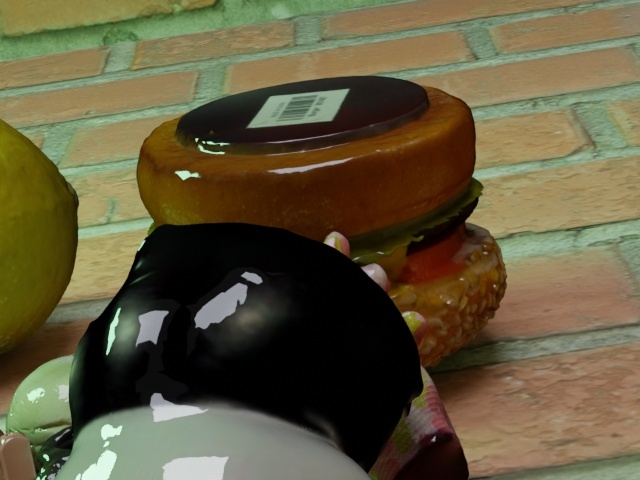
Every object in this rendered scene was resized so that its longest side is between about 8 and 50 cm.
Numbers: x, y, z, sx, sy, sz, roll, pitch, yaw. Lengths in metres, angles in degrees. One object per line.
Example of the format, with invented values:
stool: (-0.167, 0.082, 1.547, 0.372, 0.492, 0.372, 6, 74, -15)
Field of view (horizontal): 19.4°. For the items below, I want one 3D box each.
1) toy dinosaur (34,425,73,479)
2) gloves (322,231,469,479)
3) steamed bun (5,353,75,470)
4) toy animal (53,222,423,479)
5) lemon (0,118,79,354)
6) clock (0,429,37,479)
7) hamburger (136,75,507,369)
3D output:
toy dinosaur: (-0.163, 0.207, 1.401, 0.187, 0.087, 0.179, -12, 17, -4)
gloves: (0.021, 0.096, 1.451, 0.145, 0.126, 0.241, 18, 23, -52)
steamed bun: (-0.211, 0.145, 1.591, 0.112, 0.090, 0.130, -18, 19, -37)
toy animal: (-0.076, 0.160, 1.238, 0.251, 0.251, 0.310, -2, 41, 20)
lemon: (-0.382, -0.001, 1.845, 0.293, 0.293, 0.293, -8, 18, 3)
clock: (-0.327, 0.188, 1.531, 0.166, 0.092, 0.162, -21, 19, -31)
hamburger: (0.000, 0.000, 1.685, 0.330, 0.250, 0.330, -7, 18, 2)
